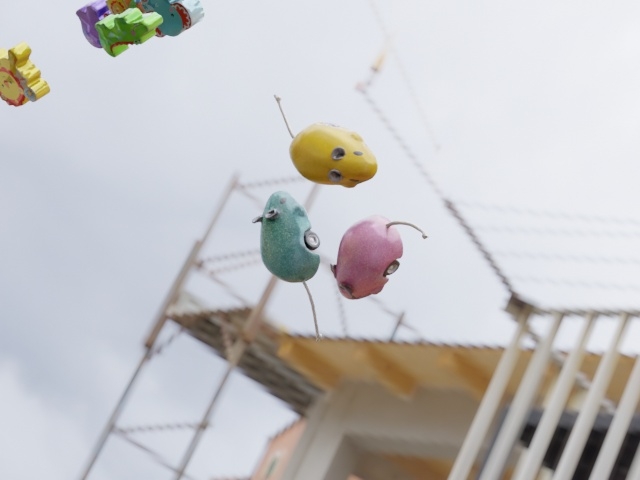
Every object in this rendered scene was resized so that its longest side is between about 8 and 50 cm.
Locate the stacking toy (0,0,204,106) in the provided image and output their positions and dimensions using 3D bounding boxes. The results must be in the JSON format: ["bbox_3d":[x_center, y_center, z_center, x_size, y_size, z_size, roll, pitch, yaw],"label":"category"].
[{"bbox_3d":[-0.142,-0.174,1.285,0.221,0.167,0.052,-7,-65,48],"label":"stacking toy"}]

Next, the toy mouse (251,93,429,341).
[{"bbox_3d":[0.000,0.000,1.028,0.031,0.143,0.161,-7,27,-44],"label":"toy mouse"}]
